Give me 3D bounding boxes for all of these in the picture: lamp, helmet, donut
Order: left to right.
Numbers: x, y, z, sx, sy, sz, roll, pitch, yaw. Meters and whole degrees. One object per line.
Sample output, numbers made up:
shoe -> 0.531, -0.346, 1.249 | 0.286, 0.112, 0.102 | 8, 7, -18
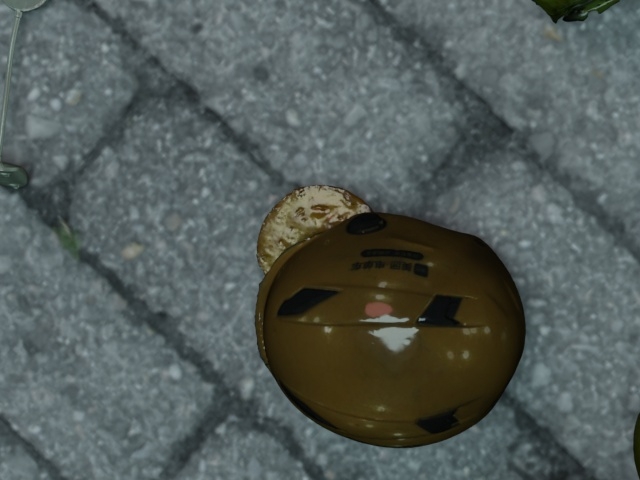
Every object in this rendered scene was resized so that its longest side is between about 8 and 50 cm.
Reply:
lamp -> -0.264, -0.146, 1.614 | 0.050, 0.056, 0.198 | 8, 85, 9
donut -> 0.000, 0.000, 1.574 | 0.108, 0.043, 0.097 | -33, 92, 10
helmet -> 0.057, 0.084, 1.507 | 0.224, 0.130, 0.198 | 1, 106, 0

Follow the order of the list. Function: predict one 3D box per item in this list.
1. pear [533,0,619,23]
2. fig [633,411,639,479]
pear -> 0.239, -0.274, 1.413 | 0.238, 0.255, 0.164 | -23, 92, 15
fig -> 0.336, 0.189, 1.497 | 0.167, 0.167, 0.233 | 0, 131, 9
